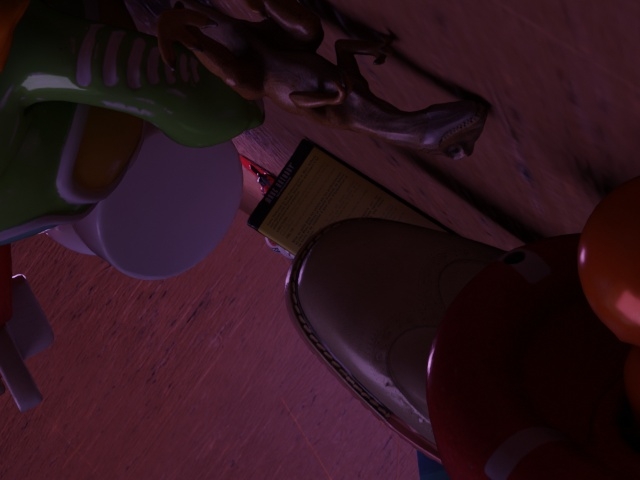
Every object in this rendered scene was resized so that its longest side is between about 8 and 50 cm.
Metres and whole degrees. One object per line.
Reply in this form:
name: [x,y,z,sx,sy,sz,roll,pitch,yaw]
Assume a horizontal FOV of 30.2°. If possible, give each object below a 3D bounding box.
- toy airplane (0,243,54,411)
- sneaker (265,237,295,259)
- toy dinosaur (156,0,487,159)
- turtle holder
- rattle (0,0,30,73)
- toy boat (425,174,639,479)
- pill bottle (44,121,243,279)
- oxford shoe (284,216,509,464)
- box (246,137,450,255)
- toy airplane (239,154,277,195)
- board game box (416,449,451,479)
toy airplane: [-0.373,-0.009,1.056,0.386,0.273,0.384,-37,65,59]
sneaker: [-0.001,0.001,1.285,0.145,0.090,0.270,32,179,8]
toy dinosaur: [-0.029,-0.083,0.523,0.211,0.064,0.112,34,178,28]
turtle holder: [-0.210,-0.118,0.775,0.227,0.320,0.243,15,-128,-58]
rattle: [-0.176,-0.144,0.541,0.130,0.143,0.199,54,180,-10]
toy boat: [0.128,0.045,0.408,0.231,0.151,0.151,29,143,58]
pill bottle: [-0.255,-0.108,1.265,0.361,0.204,0.204,32,176,41]
oxford shoe: [0.158,0.084,0.652,0.397,0.140,0.146,26,165,11]
box: [0.059,0.017,0.937,0.232,0.087,0.058,33,179,20]
toy airplane: [-0.053,-0.059,1.514,0.151,0.028,0.151,36,178,2]
board game box: [0.197,0.213,1.161,0.336,0.079,0.253,39,-141,-51]
